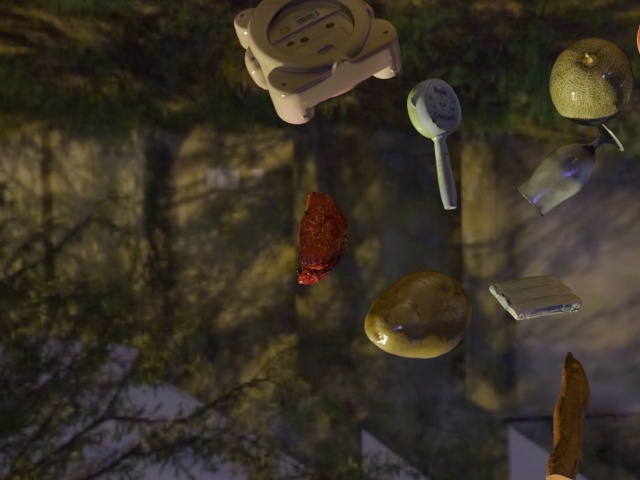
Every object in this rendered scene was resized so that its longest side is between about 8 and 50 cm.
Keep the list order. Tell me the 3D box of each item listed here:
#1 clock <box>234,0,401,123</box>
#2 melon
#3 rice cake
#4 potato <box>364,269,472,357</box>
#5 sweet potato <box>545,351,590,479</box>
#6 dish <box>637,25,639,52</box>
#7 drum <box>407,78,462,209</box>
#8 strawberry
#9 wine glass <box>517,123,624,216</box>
[{"bbox_3d":[-0.016,-0.400,1.771,0.284,0.309,0.114,-29,142,-7],"label":"clock"},{"bbox_3d":[0.455,-0.267,1.475,0.139,0.139,0.192,0,162,17],"label":"melon"},{"bbox_3d":[0.516,0.137,2.110,0.211,0.038,0.124,-9,-138,-33],"label":"rice cake"},{"bbox_3d":[0.170,0.140,1.565,0.194,0.157,0.157,-18,-167,-39],"label":"potato"},{"bbox_3d":[0.453,0.309,1.583,0.059,0.281,0.067,5,143,21],"label":"sweet potato"},{"bbox_3d":[0.809,-0.465,1.869,0.256,0.256,0.117,0,-156,21],"label":"dish"},{"bbox_3d":[0.217,-0.193,1.680,0.130,0.253,0.049,20,154,-37],"label":"drum"},{"bbox_3d":[0.000,0.000,1.399,0.082,0.147,0.187,0,-152,12],"label":"strawberry"},{"bbox_3d":[0.479,-0.139,1.692,0.202,0.093,0.093,-41,175,10],"label":"wine glass"}]
